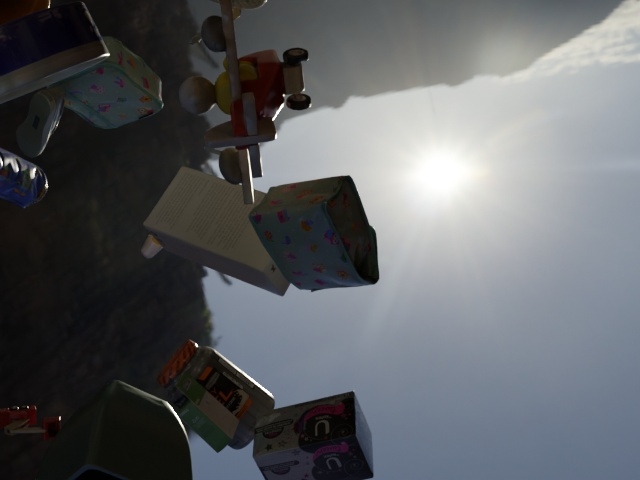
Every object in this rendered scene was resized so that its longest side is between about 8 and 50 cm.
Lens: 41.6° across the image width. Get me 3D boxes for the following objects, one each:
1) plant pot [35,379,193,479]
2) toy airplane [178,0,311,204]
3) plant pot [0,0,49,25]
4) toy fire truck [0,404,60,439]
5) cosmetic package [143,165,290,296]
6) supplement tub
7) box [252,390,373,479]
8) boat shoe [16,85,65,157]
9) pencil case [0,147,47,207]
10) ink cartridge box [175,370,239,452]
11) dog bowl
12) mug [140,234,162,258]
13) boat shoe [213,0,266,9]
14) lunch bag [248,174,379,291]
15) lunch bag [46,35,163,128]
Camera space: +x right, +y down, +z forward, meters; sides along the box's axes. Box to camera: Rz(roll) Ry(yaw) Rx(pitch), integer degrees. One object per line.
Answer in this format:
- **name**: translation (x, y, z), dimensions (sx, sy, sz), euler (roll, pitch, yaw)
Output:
- **plant pot**: translation (-0.416, 0.441, 1.731), dimensions (0.247, 0.247, 0.252), euler (-39, -146, 29)
- **toy airplane**: translation (-0.192, -0.300, 1.864), dimensions (0.272, 0.387, 0.384), euler (6, 171, 12)
- **plant pot**: translation (-0.831, -0.650, 2.166), dimensions (0.205, 0.205, 0.188), euler (-27, -131, -27)
- **toy fire truck**: translation (-0.744, 0.452, 2.075), dimensions (0.191, 0.047, 0.135), euler (-2, -170, -22)
- **cosmetic package**: translation (-0.259, -0.033, 2.436), dimensions (0.453, 0.161, 0.230), euler (20, -112, 30)
- **supplement tub**: translation (-0.303, 0.440, 2.433), dimensions (0.194, 0.316, 0.193), euler (-49, -171, 10)
- **box**: translation (-0.016, 0.474, 1.955), dimensions (0.247, 0.163, 0.142), euler (-15, -145, 10)
- **boat shoe**: translation (-0.663, -0.285, 2.028), dimensions (0.081, 0.079, 0.227), euler (-44, 178, -45)
- **pencil case**: translation (-0.791, -0.160, 2.078), dimensions (0.119, 0.133, 0.306), euler (0, 172, 8)
- **ink cartridge box**: translation (-0.319, 0.457, 2.257), dimensions (0.062, 0.209, 0.109), euler (-44, -173, 14)
- **dog bowl**: translation (-0.522, -0.329, 1.510), dimensions (0.264, 0.104, 0.265), euler (-22, -166, 6)
- **mug**: translation (-0.560, 0.028, 2.803), dimensions (0.064, 0.078, 0.062), euler (-50, -138, 9)
- **boat shoe**: translation (-0.316, -0.713, 1.916), dimensions (0.186, 0.500, 0.156), euler (-31, -147, 55)
- **lunch bag**: translation (0.000, 0.000, 1.909), dimensions (0.223, 0.262, 0.160), euler (-7, -148, 33)
- **lunch bag**: translation (-0.544, -0.385, 2.132), dimensions (0.223, 0.108, 0.279), euler (-18, 156, 16)
